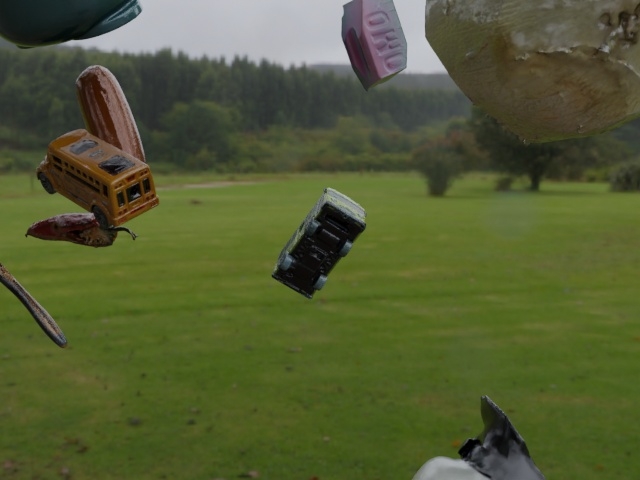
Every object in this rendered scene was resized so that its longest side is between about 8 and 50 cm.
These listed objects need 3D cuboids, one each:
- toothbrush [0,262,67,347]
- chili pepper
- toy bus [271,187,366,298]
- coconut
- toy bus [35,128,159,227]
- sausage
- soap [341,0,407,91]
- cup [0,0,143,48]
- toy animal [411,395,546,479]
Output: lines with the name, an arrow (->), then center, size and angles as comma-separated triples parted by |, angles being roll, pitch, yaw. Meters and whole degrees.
toothbrush -> -0.501, 0.044, 1.374 | 0.031, 0.321, 0.023 | -37, 3, 40
chili pepper -> -0.385, -0.019, 1.408 | 0.268, 0.050, 0.059 | 1, -33, 40
toy bus -> 0.000, 0.000, 2.198 | 0.128, 0.262, 0.150 | 31, 28, -11
coconut -> 0.325, -0.309, 1.185 | 0.347, 0.346, 0.360 | -2, -5, -16
toy bus -> -0.314, -0.094, 1.220 | 0.195, 0.088, 0.083 | 27, 46, 33
sausage -> -0.317, -0.173, 1.332 | 0.076, 0.197, 0.076 | -21, -12, -5
soap -> 0.090, -0.331, 1.465 | 0.100, 0.149, 0.056 | -25, 10, -36
cup -> -0.389, -0.386, 1.126 | 0.290, 0.257, 0.219 | -2, 36, 27
toy animal -> 0.170, 0.290, 0.987 | 0.179, 0.138, 0.166 | -31, 63, -21
